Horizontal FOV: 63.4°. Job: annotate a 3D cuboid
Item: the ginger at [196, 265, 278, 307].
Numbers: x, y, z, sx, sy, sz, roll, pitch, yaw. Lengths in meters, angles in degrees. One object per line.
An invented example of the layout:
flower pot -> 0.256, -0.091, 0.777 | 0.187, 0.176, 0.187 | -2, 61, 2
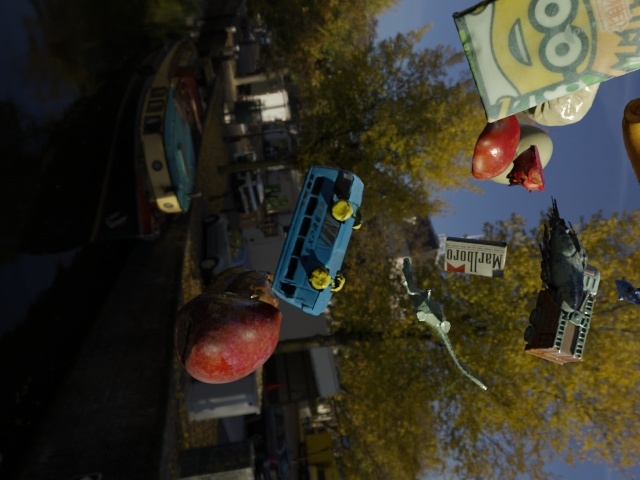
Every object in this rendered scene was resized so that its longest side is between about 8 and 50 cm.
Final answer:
ginger -> -0.265, 0.179, 1.572 | 0.358, 0.274, 0.152 | 8, -66, 59

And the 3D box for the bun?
bun -> 0.638, -0.429, 1.417 | 0.133, 0.231, 0.230 | 6, 70, -47

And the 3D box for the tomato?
tomato -> 0.448, -0.231, 1.297 | 0.166, 0.082, 0.174 | -54, 151, -23

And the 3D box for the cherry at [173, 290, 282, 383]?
cherry -> -0.209, 0.225, 1.191 | 0.239, 0.240, 0.205 | 89, 16, -81

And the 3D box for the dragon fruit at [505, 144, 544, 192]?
dragon fruit -> 0.641, -0.223, 1.638 | 0.153, 0.111, 0.153 | 37, 47, -54

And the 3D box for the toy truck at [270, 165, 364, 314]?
toy truck -> 0.000, 0.000, 1.386 | 0.161, 0.162, 0.384 | 20, 86, -71

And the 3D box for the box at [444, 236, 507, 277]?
box -> 0.470, 0.051, 1.574 | 0.036, 0.178, 0.115 | -53, 143, -52

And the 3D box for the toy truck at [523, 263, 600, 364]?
toy truck -> 0.722, 0.201, 1.530 | 0.162, 0.136, 0.305 | 108, 2, -77

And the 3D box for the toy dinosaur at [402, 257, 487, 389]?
toy dinosaur -> 0.288, 0.214, 1.284 | 0.382, 0.076, 0.129 | 65, 16, 11

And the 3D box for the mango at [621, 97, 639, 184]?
mango -> 0.984, -0.257, 1.518 | 0.359, 0.144, 0.187 | 60, 25, -11

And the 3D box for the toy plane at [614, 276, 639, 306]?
toy plane -> 0.912, 0.174, 1.500 | 0.062, 0.054, 0.167 | -63, -146, 30

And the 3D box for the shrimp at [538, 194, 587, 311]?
shrimp -> 0.477, 0.024, 1.018 | 0.079, 0.090, 0.232 | 90, -5, -84

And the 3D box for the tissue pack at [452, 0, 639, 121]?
tissue pack -> 0.440, -0.389, 0.980 | 0.128, 0.311, 0.227 | -36, 107, -55

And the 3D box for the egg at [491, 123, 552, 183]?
egg -> 0.727, -0.323, 1.946 | 0.219, 0.269, 0.219 | 30, 51, -46
